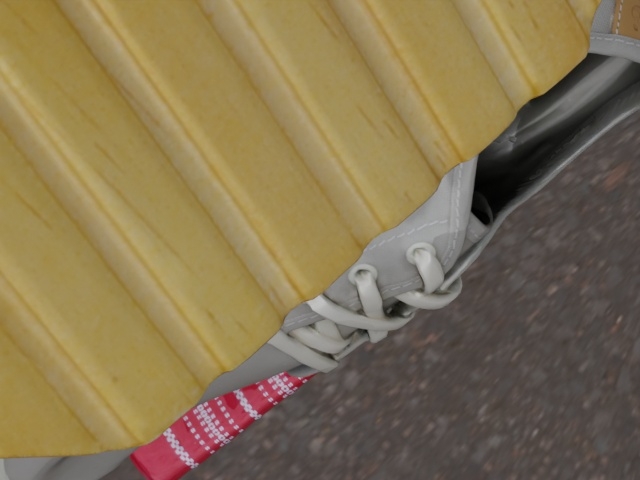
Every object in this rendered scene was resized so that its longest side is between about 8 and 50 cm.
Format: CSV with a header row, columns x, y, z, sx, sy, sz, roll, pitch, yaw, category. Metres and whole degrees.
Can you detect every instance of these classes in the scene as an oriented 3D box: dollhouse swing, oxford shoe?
x,y,z,sx,sy,sz,roll,pitch,yaw,category
-0.028,-0.104,0.456,0.347,0.315,0.305,-41,106,-13,dollhouse swing
0.000,0.000,0.919,0.449,0.169,0.130,-41,68,12,oxford shoe

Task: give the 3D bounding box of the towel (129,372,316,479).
x,y,z,sx,sy,sz,roll,pitch,yaw,category
-0.068,0.021,1.264,0.275,0.031,0.199,-39,75,16,towel
